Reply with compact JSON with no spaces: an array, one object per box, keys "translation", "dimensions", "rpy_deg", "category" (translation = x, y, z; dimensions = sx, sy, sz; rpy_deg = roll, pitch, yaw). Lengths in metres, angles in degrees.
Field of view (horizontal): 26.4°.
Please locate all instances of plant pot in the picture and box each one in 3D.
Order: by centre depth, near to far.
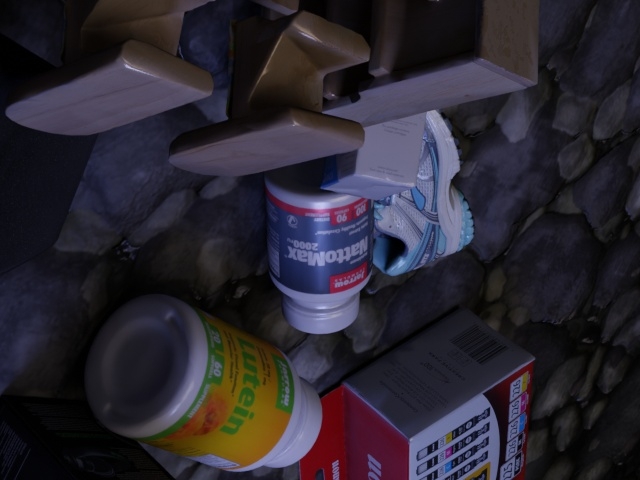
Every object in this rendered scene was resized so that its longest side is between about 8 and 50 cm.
[{"translation":[-0.270,-0.076,0.984],"dimensions":[0.167,0.188,0.187],"rpy_deg":[-1,118,-59],"category":"plant pot"}]

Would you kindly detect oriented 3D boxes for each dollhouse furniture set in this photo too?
[{"translation":[-0.057,-0.219,1.014],"dimensions":[0.394,0.256,0.362],"rpy_deg":[16,71,-42],"category":"dollhouse furniture set"}]

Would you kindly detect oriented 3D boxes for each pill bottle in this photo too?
[{"translation":[-0.103,0.150,1.343],"dimensions":[0.136,0.136,0.246],"rpy_deg":[-56,142,2],"category":"pill bottle"},{"translation":[0.000,0.000,1.362],"dimensions":[0.108,0.108,0.180],"rpy_deg":[-27,134,-30],"category":"pill bottle"}]

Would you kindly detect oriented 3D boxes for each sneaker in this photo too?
[{"translation":[0.076,-0.063,1.399],"dimensions":[0.122,0.110,0.283],"rpy_deg":[-34,135,-10],"category":"sneaker"}]

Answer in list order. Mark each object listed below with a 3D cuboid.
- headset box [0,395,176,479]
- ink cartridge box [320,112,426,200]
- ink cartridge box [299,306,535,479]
[{"translation":[-0.217,0.320,1.234],"dimensions":[0.131,0.283,0.246],"rpy_deg":[13,107,-49],"category":"headset box"},{"translation":[0.055,-0.135,1.236],"dimensions":[0.062,0.104,0.181],"rpy_deg":[12,82,-16],"category":"ink cartridge box"},{"translation":[0.117,0.283,1.677],"dimensions":[0.272,0.130,0.309],"rpy_deg":[-29,135,-27],"category":"ink cartridge box"}]
